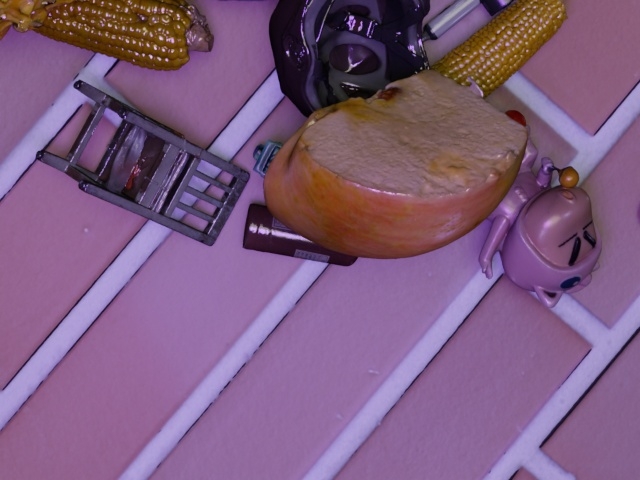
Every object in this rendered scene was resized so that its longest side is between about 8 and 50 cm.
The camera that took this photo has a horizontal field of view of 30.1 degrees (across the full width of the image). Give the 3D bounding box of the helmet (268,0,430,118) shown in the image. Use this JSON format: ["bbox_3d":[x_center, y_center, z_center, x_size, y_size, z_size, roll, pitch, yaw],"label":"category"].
[{"bbox_3d":[0.026,-0.298,1.708,0.225,0.177,0.305,-26,125,-26],"label":"helmet"}]

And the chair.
[{"bbox_3d":[-0.260,-0.111,1.762,0.270,0.147,0.136,25,94,-49],"label":"chair"}]

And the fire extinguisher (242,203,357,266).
[{"bbox_3d":[0.000,0.000,1.791,0.231,0.099,0.071,11,96,-4],"label":"fire extinguisher"}]

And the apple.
[{"bbox_3d":[0.097,-0.091,1.645,0.309,0.314,0.252,-32,99,-32],"label":"apple"}]

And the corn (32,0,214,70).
[{"bbox_3d":[-0.313,-0.328,1.740,0.322,0.119,0.119,17,92,-1],"label":"corn"}]

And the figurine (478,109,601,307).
[{"bbox_3d":[0.309,-0.045,1.784,0.176,0.186,0.287,-26,77,-28],"label":"figurine"}]

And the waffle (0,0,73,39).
[{"bbox_3d":[-0.422,-0.415,1.676,0.329,0.062,0.329,-3,68,7],"label":"waffle"}]

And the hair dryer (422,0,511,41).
[{"bbox_3d":[0.201,-0.353,1.817,0.198,0.057,0.100,-40,94,4],"label":"hair dryer"}]

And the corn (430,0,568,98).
[{"bbox_3d":[0.259,-0.280,1.801,0.260,0.091,0.091,-38,130,-1],"label":"corn"}]

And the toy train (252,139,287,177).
[{"bbox_3d":[-0.023,-0.094,1.784,0.172,0.099,0.070,27,93,-5],"label":"toy train"}]
